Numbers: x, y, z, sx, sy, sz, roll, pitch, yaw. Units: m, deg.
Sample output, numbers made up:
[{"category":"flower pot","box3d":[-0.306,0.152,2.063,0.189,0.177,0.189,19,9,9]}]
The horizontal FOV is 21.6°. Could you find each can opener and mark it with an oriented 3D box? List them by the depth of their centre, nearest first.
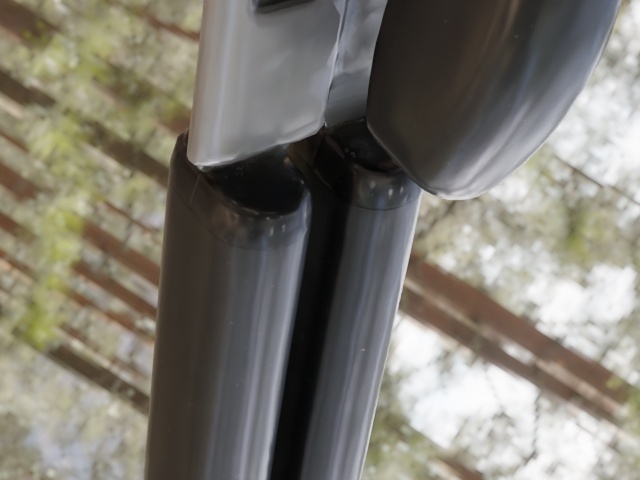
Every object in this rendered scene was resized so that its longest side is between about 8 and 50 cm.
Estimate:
[{"category":"can opener","box3d":[0.000,0.000,0.441,0.074,0.093,0.280,-17,141,-29]}]
